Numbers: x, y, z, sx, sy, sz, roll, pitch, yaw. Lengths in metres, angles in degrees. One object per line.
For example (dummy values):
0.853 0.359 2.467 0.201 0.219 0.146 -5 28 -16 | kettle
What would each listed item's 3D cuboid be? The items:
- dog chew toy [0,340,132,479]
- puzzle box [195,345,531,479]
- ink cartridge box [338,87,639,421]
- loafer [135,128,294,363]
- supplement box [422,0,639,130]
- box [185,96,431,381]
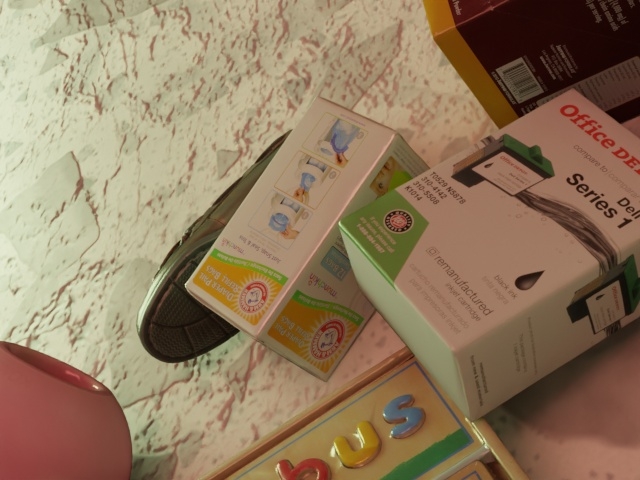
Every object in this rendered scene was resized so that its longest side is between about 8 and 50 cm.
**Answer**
-0.301 0.259 0.970 0.206 0.206 0.332 23 87 41 | dog chew toy
-0.037 0.257 0.779 0.409 0.052 0.272 -33 33 -2 | puzzle box
0.150 0.003 0.824 0.219 0.092 0.160 -31 47 -11 | ink cartridge box
-0.074 0.000 1.046 0.267 0.096 0.084 -49 27 -9 | loafer
0.201 -0.193 0.888 0.194 0.191 0.129 -24 52 20 | supplement box
0.000 0.000 0.962 0.103 0.114 0.203 31 83 41 | box
